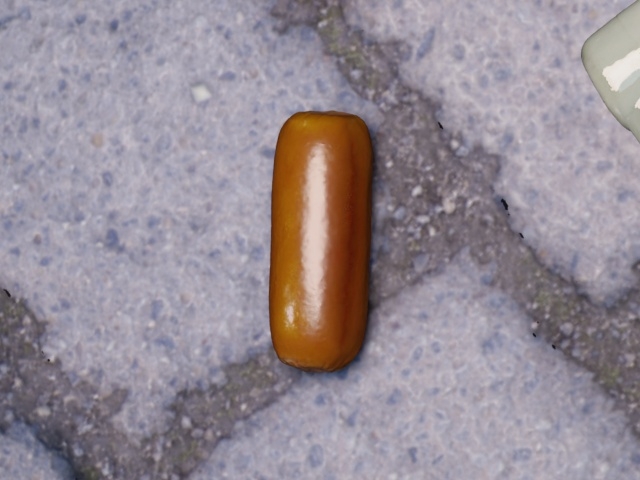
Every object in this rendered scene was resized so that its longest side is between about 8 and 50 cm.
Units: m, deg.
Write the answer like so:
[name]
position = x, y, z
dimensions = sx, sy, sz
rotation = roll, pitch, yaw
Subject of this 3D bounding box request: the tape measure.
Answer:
[tape measure]
position = 0.352, -0.132, 1.776
dimensions = 0.125, 0.243, 0.246
rotation = -39, 82, 15

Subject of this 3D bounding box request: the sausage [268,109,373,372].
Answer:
[sausage]
position = -0.001, 0.000, 1.959
dimensions = 0.105, 0.105, 0.274
rotation = 1, 87, 19
